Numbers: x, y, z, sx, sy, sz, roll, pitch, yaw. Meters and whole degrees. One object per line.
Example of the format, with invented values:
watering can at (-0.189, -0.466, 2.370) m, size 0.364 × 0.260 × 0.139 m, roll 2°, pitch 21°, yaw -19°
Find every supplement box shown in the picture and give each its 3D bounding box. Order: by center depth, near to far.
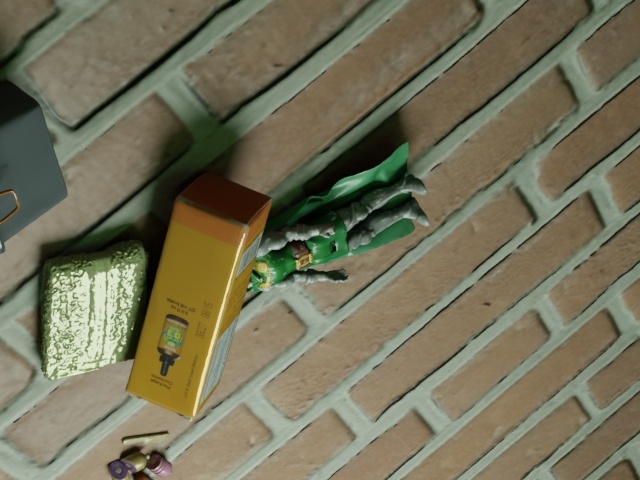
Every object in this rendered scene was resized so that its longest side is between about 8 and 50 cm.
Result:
supplement box at (-0.119, 0.056, 1.434) m, size 0.080 × 0.078 × 0.233 m, roll -51°, pitch 162°, yaw -62°

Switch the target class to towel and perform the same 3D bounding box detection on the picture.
towel at (-0.220, 0.068, 1.422) m, size 0.110 × 0.027 × 0.148 m, roll -14°, pitch 130°, yaw -26°

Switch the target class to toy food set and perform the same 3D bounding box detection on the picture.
toy food set at (-0.197, 0.264, 1.594) m, size 0.078 × 0.019 × 0.122 m, roll -4°, pitch 124°, yaw -34°

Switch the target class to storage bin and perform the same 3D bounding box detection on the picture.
storage bin at (-0.270, -0.063, 1.242) m, size 0.091 × 0.098 × 0.135 m, roll -34°, pitch 137°, yaw -24°

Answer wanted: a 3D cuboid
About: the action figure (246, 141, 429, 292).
action figure at (0.000, 0.000, 1.508) m, size 0.232 × 0.063 × 0.137 m, roll -25°, pitch 137°, yaw -13°
